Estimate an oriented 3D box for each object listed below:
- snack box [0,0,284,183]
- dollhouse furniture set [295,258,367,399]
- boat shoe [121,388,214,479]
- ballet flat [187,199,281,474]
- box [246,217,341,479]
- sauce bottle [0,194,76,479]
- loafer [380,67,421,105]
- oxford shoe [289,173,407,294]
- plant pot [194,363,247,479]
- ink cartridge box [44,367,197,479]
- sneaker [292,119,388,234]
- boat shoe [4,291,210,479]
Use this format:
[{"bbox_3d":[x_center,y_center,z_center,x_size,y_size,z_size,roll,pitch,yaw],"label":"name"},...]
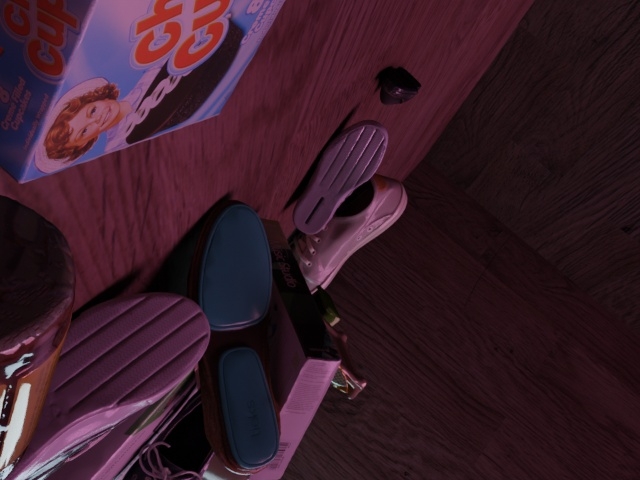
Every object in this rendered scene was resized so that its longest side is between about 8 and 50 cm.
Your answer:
[{"bbox_3d":[-0.044,-0.182,0.334,0.322,0.060,0.187,-52,173,31],"label":"snack box"},{"bbox_3d":[-0.063,0.157,1.210,0.151,0.197,0.301,-39,-152,7],"label":"dollhouse furniture set"},{"bbox_3d":[-0.195,0.302,0.944,0.254,0.095,0.079,-50,177,-26],"label":"boat shoe"},{"bbox_3d":[-0.120,0.124,0.911,0.116,0.342,0.124,-5,173,-31],"label":"ballet flat"},{"bbox_3d":[-0.083,0.147,1.035,0.232,0.058,0.322,-65,-148,28],"label":"box"},{"bbox_3d":[-0.245,0.109,0.471,0.111,0.111,0.344,-43,173,-46],"label":"sauce bottle"},{"bbox_3d":[0.130,-0.254,1.204,0.061,0.062,0.170,-46,175,20],"label":"loafer"},{"bbox_3d":[0.000,0.000,1.627,0.449,0.169,0.130,-43,134,12],"label":"oxford shoe"},{"bbox_3d":[-0.221,0.357,1.455,0.323,0.280,0.323,-48,174,-7],"label":"plant pot"},{"bbox_3d":[-0.276,0.227,0.946,0.211,0.121,0.289,-48,174,-18],"label":"ink cartridge box"},{"bbox_3d":[0.030,-0.124,1.251,0.258,0.094,0.091,-48,-166,35],"label":"sneaker"},{"bbox_3d":[-0.269,0.163,0.741,0.335,0.121,0.119,-31,172,-38],"label":"boat shoe"}]
